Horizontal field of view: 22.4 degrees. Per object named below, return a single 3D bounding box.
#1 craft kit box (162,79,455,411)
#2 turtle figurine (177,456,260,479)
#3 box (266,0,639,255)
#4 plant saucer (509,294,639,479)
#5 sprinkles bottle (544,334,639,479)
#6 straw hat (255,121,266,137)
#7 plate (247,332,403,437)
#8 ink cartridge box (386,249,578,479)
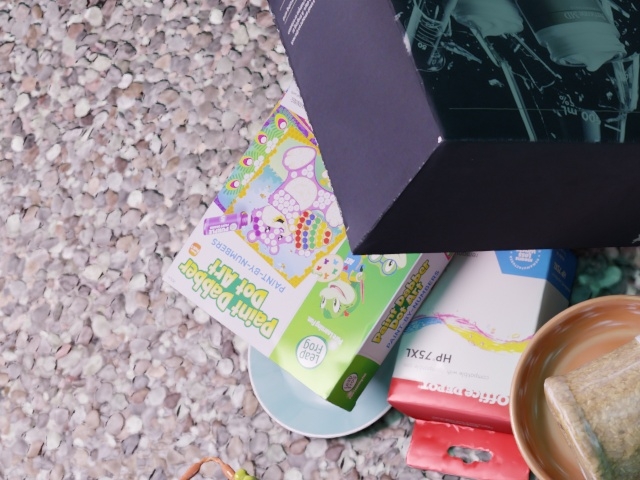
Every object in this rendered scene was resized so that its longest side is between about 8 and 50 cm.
[{"bbox_3d":[0.000,0.000,1.581,0.250,0.061,0.246,33,92,36],"label":"craft kit box"},{"bbox_3d":[-0.067,0.351,1.538,0.217,0.087,0.269,7,65,19],"label":"turtle figurine"},{"bbox_3d":[0.163,-0.165,1.466,0.179,0.343,0.312,-52,49,48],"label":"box"},{"bbox_3d":[0.269,0.147,1.434,0.200,0.037,0.200,-4,69,11],"label":"plant saucer"},{"bbox_3d":[0.367,0.092,1.344,0.355,0.121,0.121,-27,61,3],"label":"sprinkles bottle"},{"bbox_3d":[-0.005,-0.070,1.684,0.144,0.061,0.144,-8,70,24],"label":"straw hat"},{"bbox_3d":[0.015,0.109,1.629,0.188,0.024,0.188,-9,68,23],"label":"plate"},{"bbox_3d":[0.150,0.106,1.534,0.134,0.078,0.231,6,74,28],"label":"ink cartridge box"}]
